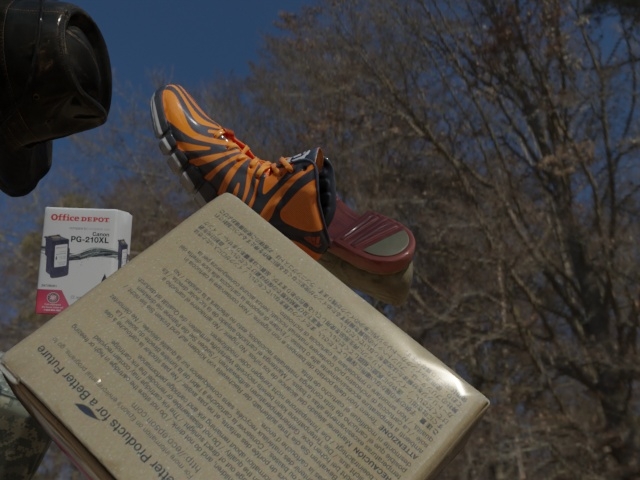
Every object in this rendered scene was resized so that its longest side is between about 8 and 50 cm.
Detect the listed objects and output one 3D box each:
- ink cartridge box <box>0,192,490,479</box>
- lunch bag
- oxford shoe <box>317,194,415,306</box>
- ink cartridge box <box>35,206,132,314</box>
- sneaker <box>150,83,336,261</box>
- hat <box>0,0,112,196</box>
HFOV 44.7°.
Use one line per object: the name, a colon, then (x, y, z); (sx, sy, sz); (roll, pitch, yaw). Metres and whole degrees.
ink cartridge box: (-0.047, 0.106, 0.494); (0.234, 0.193, 0.088); (39, -30, 20)
lunch bag: (-0.600, 0.278, 1.332); (0.305, 0.256, 0.212); (24, -80, -20)
oxford shoe: (0.000, 0.000, 1.229); (0.123, 0.348, 0.130); (-32, -45, -28)
ink cartridge box: (-0.519, 0.048, 1.715); (0.172, 0.237, 0.100); (2, -6, 7)
sneaker: (-0.087, -0.103, 1.055); (0.180, 0.124, 0.321); (-33, -91, 19)
hat: (-0.352, -0.222, 1.033); (0.134, 0.331, 0.331); (-1, -39, -3)
